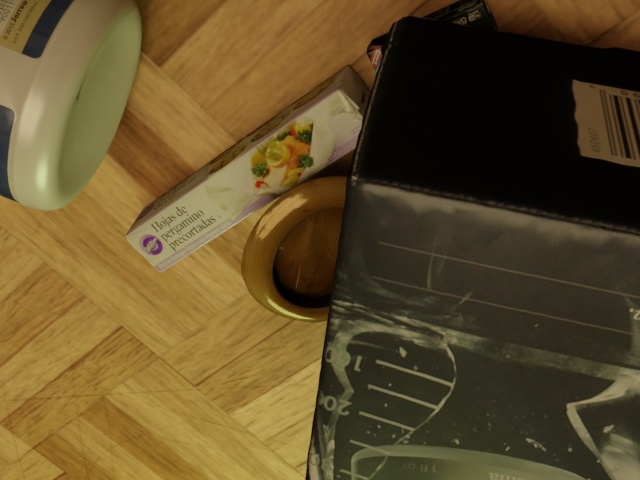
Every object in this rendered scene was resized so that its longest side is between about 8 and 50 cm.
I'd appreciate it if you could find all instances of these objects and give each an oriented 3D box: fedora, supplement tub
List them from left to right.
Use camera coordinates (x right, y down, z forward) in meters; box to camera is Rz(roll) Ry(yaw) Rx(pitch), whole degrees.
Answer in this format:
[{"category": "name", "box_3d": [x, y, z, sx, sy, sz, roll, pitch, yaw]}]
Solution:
[{"category": "supplement tub", "box_3d": [-0.355, -0.185, 0.754, 0.316, 0.228, 0.228, 22, 125, -3]}, {"category": "fedora", "box_3d": [0.000, 0.000, 0.879, 0.194, 0.079, 0.194, -7, 126, -9]}]

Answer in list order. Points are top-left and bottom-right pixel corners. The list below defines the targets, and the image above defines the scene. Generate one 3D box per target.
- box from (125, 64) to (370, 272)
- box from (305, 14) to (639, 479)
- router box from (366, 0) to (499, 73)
[{"category": "box", "box_3d": [-0.079, -0.071, 0.871, 0.324, 0.067, 0.063, -30, 112, 29]}, {"category": "box", "box_3d": [0.245, 0.112, 0.697, 0.479, 0.297, 0.472, 11, 128, 6]}, {"category": "router box", "box_3d": [0.118, -0.171, 0.775, 0.122, 0.038, 0.092, -19, 118, 23]}]
